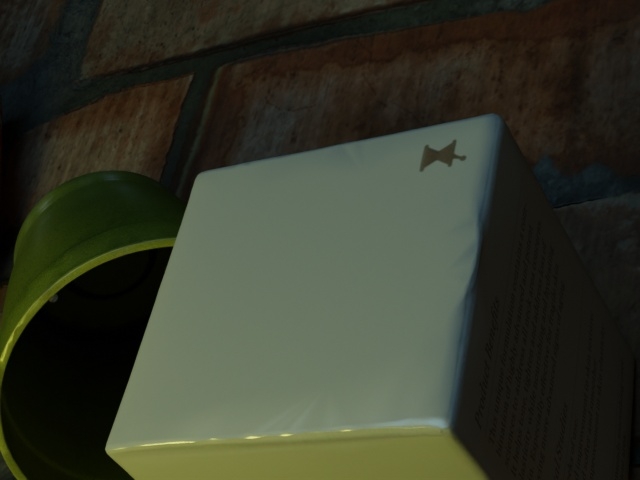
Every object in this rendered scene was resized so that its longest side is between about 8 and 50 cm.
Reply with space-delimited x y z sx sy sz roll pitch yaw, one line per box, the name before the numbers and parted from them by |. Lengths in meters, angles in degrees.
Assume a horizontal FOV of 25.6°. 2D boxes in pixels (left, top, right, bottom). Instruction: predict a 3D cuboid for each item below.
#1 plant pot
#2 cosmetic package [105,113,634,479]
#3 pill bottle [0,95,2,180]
plant pot | -0.222 0.087 1.669 0.366 0.366 0.353 -40 32 3
cosmetic package | 0.074 0.150 1.317 0.327 0.394 0.329 -9 47 28
pill bottle | -0.598 -0.084 2.125 0.229 0.229 0.408 -26 46 17
